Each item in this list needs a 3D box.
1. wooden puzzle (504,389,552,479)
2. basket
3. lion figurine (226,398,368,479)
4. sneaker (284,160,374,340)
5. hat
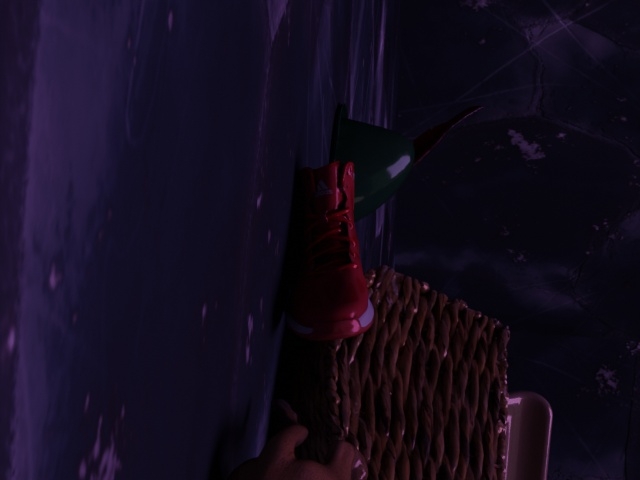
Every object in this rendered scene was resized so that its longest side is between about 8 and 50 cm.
[{"bbox_3d":[0.115,0.352,1.642,0.080,0.348,0.322,24,-65,56],"label":"wooden puzzle"},{"bbox_3d":[0.045,0.207,1.354,0.223,0.213,0.299,-49,-157,42],"label":"basket"},{"bbox_3d":[-0.032,0.271,0.923,0.240,0.142,0.392,62,18,-66],"label":"lion figurine"},{"bbox_3d":[0.000,0.000,1.264,0.221,0.087,0.128,-105,-172,-68],"label":"sneaker"},{"bbox_3d":[0.110,-0.090,1.698,0.173,0.184,0.208,48,46,-82],"label":"hat"}]
